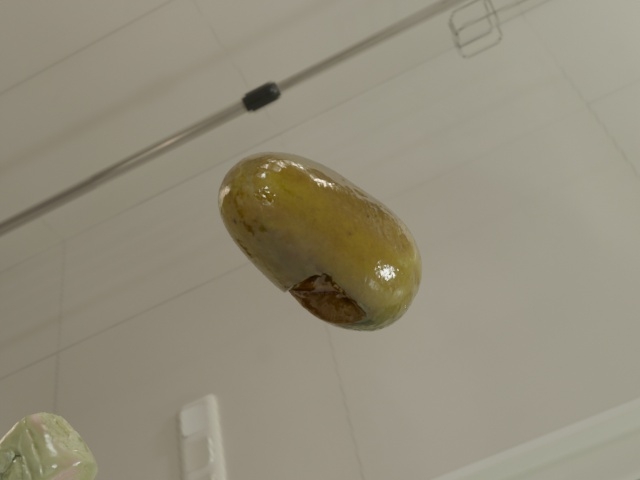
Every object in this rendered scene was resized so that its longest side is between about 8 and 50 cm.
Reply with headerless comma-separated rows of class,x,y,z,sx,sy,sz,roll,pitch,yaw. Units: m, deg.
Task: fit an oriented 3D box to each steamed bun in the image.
steamed bun,-0.501,0.404,1.335,0.170,0.239,0.152,45,5,25

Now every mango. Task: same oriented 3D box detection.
mango,0.000,0.000,0.818,0.262,0.130,0.167,35,21,-34
